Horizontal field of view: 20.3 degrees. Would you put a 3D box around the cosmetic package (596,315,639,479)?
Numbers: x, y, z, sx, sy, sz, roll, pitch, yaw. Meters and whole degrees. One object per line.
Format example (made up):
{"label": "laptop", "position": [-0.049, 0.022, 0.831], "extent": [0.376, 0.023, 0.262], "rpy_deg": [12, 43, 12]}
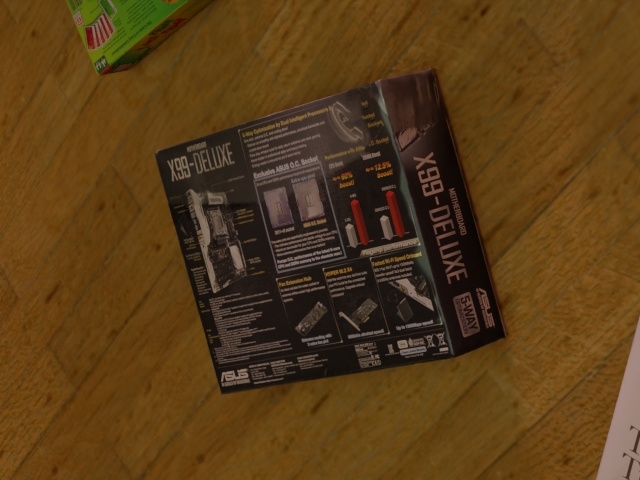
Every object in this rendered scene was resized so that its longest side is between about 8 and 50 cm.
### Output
{"label": "cosmetic package", "position": [0.391, 0.150, 1.261], "extent": [0.377, 0.097, 0.284], "rpy_deg": [28, 118, 36]}

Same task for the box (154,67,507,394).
{"label": "box", "position": [0.000, 0.000, 1.605], "extent": [0.307, 0.076, 0.243], "rpy_deg": [-14, 92, 45]}

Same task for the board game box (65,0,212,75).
{"label": "board game box", "position": [-0.169, -0.240, 1.720], "extent": [0.181, 0.043, 0.092], "rpy_deg": [-31, 81, 45]}
